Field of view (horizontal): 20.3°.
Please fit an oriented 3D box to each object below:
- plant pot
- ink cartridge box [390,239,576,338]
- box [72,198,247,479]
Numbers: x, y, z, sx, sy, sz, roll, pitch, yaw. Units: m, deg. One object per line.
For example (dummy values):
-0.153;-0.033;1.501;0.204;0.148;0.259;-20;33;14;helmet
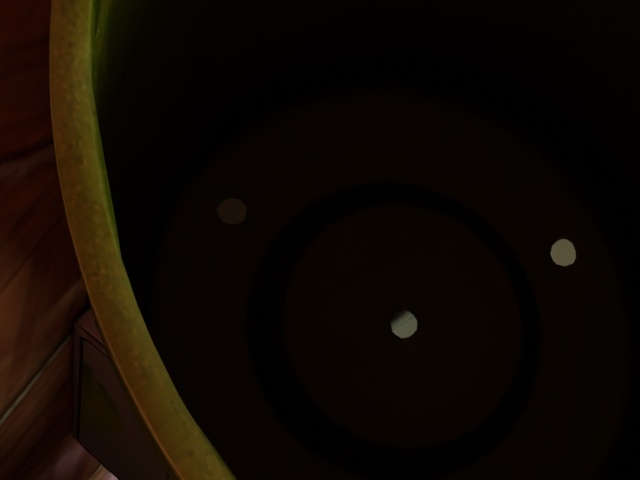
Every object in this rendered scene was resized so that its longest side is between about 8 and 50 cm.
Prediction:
0.071;0.001;0.634;0.366;0.366;0.353;-48;-179;-20;plant pot
0.112;0.081;1.112;0.385;0.160;0.279;-35;-178;27;ink cartridge box
0.000;0.000;0.916;0.290;0.087;0.169;-48;170;-23;box
